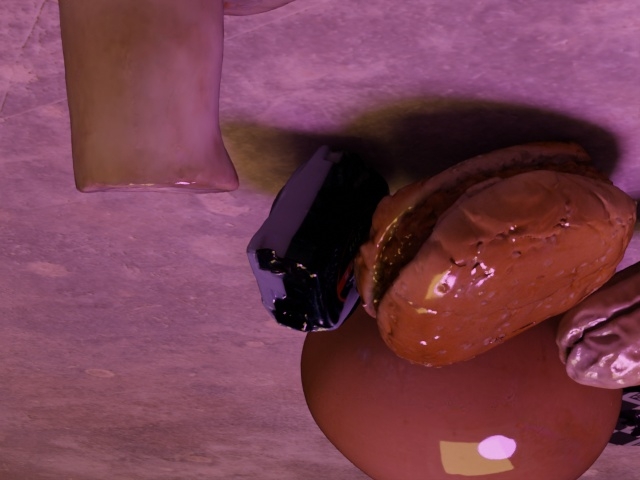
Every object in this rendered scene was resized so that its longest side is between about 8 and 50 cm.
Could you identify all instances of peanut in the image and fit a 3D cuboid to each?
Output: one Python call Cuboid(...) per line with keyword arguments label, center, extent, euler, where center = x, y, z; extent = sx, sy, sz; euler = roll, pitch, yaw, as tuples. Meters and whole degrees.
Cuboid(label="peanut", center=(0.378, 0.057, 1.689), extent=(0.290, 0.130, 0.130), euler=(-37, 144, 12))

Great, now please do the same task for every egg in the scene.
Cuboid(label="egg", center=(0.162, 0.163, 1.871), extent=(0.374, 0.301, 0.301), euler=(0, 157, 11))

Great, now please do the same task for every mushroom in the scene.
Cuboid(label="mushroom", center=(-0.100, -0.230, 1.059), extent=(0.315, 0.315, 0.356), euler=(-9, 119, 31))

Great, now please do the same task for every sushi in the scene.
Cuboid(label="sushi", center=(0.478, 0.239, 2.327), extent=(0.231, 0.047, 0.219), euler=(0, 153, 1))

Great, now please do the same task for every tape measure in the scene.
Cuboid(label="tape measure", center=(0.001, 0.002, 1.675), extent=(0.107, 0.182, 0.181), euler=(18, 146, 16))

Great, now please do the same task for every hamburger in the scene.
Cuboid(label="hamburger", center=(0.180, 0.015, 1.614), extent=(0.283, 0.144, 0.259), euler=(-28, 151, -12))
